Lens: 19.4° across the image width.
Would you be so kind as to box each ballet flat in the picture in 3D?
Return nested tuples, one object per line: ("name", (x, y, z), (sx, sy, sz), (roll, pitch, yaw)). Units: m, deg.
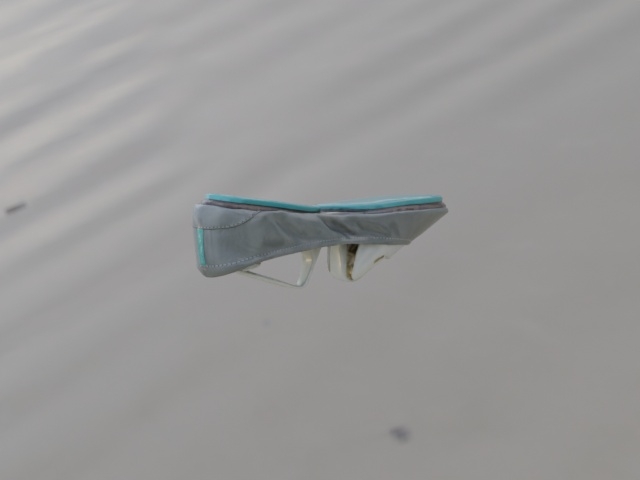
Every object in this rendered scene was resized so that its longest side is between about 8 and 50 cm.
("ballet flat", (0.000, 0.000, 1.345), (0.213, 0.068, 0.072), (-1, 4, -35))
